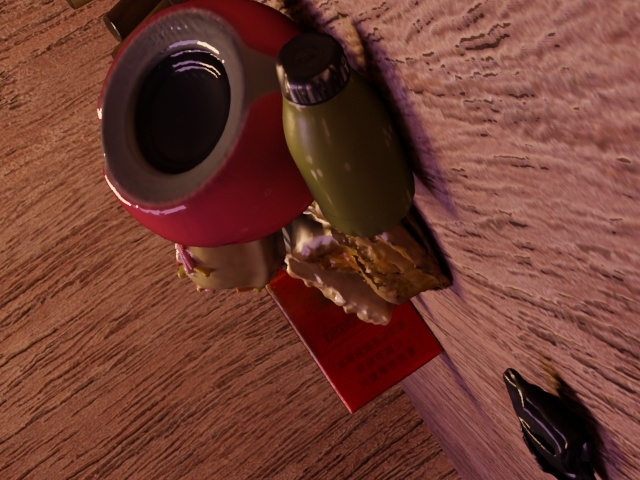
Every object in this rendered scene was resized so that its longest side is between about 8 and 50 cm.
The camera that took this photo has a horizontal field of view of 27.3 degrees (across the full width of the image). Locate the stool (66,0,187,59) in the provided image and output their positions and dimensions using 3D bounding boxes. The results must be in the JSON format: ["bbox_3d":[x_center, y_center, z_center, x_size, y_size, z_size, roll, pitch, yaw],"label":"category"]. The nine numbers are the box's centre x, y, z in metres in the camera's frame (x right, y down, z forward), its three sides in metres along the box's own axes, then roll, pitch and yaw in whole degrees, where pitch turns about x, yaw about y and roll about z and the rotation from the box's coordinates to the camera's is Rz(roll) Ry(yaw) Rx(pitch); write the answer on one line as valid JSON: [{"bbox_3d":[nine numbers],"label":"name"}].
[{"bbox_3d":[-0.303,-0.418,2.127,0.272,0.178,0.272,51,168,15],"label":"stool"}]

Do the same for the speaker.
[{"bbox_3d":[-0.117,-0.128,1.528,0.294,0.294,0.294,56,176,6],"label":"speaker"}]

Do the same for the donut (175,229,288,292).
[{"bbox_3d":[-0.172,-0.105,1.819,0.307,0.150,0.371,104,143,-69],"label":"donut"}]

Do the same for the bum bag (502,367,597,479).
[{"bbox_3d":[0.267,0.225,1.499,0.123,0.060,0.248,52,176,33],"label":"bum bag"}]

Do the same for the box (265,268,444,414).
[{"bbox_3d":[0.046,0.121,2.313,0.313,0.197,0.089,56,176,3],"label":"box"}]

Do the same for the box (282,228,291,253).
[{"bbox_3d":[-0.033,-0.091,1.980,0.210,0.148,0.129,57,165,-8],"label":"box"}]

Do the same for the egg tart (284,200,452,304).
[{"bbox_3d":[0.039,-0.002,1.725,0.297,0.132,0.297,38,173,5],"label":"egg tart"}]

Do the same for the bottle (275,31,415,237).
[{"bbox_3d":[0.021,-0.110,1.361,0.112,0.112,0.260,53,175,35],"label":"bottle"}]

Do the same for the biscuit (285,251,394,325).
[{"bbox_3d":[0.000,0.000,2.137,0.309,0.040,0.204,35,-142,-23],"label":"biscuit"}]
